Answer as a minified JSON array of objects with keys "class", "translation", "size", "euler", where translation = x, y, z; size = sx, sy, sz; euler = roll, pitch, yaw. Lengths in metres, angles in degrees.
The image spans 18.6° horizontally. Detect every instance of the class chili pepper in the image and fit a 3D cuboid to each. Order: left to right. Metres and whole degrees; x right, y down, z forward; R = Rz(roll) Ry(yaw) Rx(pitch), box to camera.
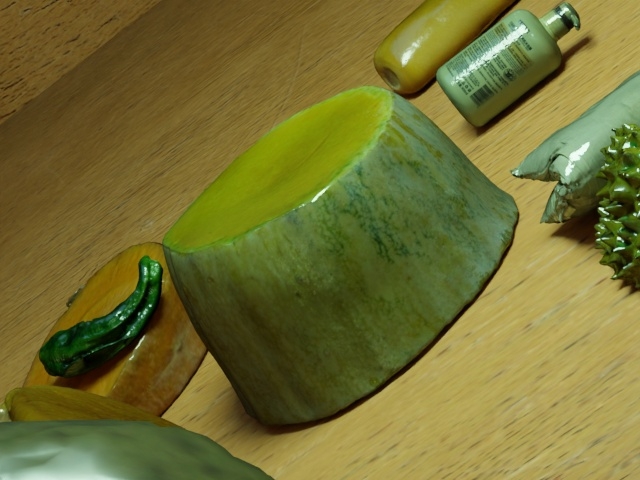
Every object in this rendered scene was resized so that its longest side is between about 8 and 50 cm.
[{"class":"chili pepper","translation":[-0.234,0.092,2.077],"size":[0.182,0.050,0.073],"euler":[-37,24,22]}]

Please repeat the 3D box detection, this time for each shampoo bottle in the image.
[{"class":"shampoo bottle","translation":[0.206,-0.196,2.081],"size":[0.162,0.079,0.079],"euler":[-38,18,9]}]

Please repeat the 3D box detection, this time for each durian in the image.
[{"class":"durian","translation":[0.255,-0.037,1.566],"size":[0.119,0.108,0.186],"euler":[-42,18,-5]}]

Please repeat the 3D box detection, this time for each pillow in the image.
[{"class":"pillow","translation":[0.265,-0.090,1.705],"size":[0.181,0.078,0.134],"euler":[-38,2,-9]}]

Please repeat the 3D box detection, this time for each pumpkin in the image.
[{"class":"pumpkin","translation":[0.000,0.000,1.866],"size":[0.332,0.199,0.332],"euler":[-35,22,17]}]

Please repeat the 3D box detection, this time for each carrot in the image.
[{"class":"carrot","translation":[-0.238,0.138,2.171],"size":[0.258,0.100,0.307],"euler":[-28,25,38]}]

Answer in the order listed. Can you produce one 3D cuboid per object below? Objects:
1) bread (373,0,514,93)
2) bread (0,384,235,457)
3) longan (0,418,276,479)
[{"class":"bread","translation":[0.164,-0.277,2.364],"size":[0.239,0.074,0.092],"euler":[-44,13,-10]},{"class":"bread","translation":[-0.180,0.225,1.680],"size":[0.183,0.236,0.388],"euler":[-58,28,-2]},{"class":"longan","translation":[-0.148,0.298,1.207],"size":[0.391,0.391,0.391],"euler":[-36,19,14]}]
